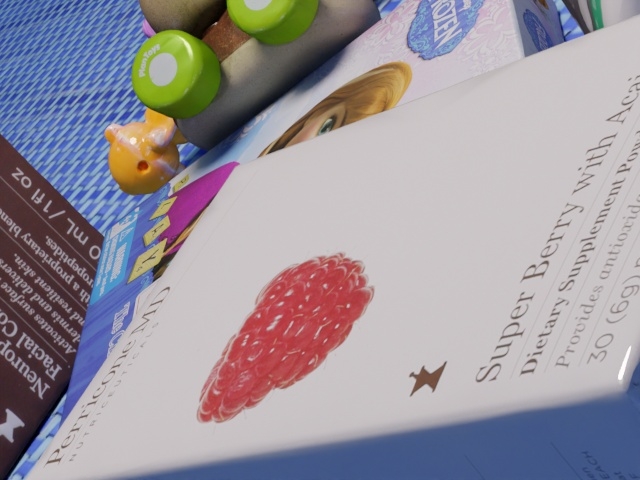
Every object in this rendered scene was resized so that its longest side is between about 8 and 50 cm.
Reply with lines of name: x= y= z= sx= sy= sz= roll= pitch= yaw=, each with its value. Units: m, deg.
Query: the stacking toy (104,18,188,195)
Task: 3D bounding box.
stacking toy: x=-0.063 y=-0.163 z=1.370 sx=0.302 sy=0.175 sz=0.166 roll=-59 pitch=19 yaw=-2

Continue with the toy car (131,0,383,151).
toy car: x=-0.058 y=-0.165 z=1.197 sx=0.149 sy=0.155 sz=0.188 roll=-36 pitch=65 yaw=18

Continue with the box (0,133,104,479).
box: x=-0.299 y=0.102 z=1.186 sx=0.143 sy=0.191 sz=0.381 roll=-18 pitch=33 yaw=48

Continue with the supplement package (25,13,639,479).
supplement package: x=0.071 y=0.059 z=0.629 sx=0.293 sy=0.175 sz=0.177 roll=-18 pitch=34 yaw=49

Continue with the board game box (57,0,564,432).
board game box: x=0.000 y=0.000 z=1.019 sx=0.318 sy=0.066 sz=0.319 roll=-36 pitch=22 yaw=17

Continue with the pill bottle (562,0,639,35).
pill bottle: x=0.186 y=-0.164 z=0.810 sx=0.204 sy=0.204 sz=0.361 roll=-39 pitch=22 yaw=12
